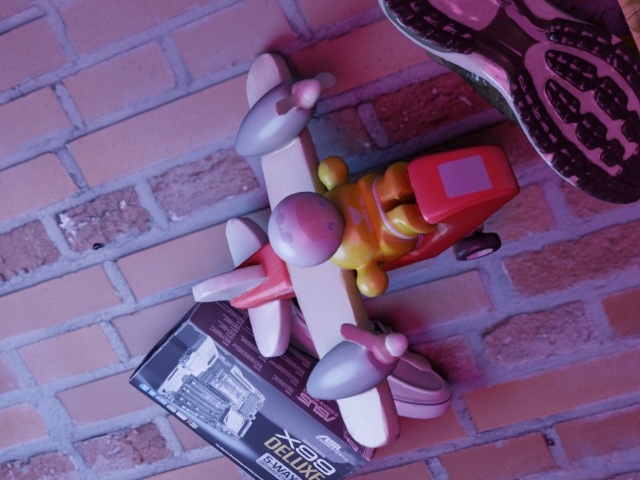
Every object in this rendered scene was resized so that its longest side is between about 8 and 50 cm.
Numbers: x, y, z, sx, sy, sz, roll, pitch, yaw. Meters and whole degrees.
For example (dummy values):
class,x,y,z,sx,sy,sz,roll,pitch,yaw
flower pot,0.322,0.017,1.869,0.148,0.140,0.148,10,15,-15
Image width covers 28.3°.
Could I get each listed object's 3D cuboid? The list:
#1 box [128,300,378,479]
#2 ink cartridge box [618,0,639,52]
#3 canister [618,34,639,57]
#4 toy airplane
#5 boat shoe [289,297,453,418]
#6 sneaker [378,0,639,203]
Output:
class,x,y,z,sx,sy,sz,roll,pitch,yaw
box,-0.089,0.222,1.748,0.307,0.076,0.242,39,143,-7
ink cartridge box,0.475,-0.230,1.344,0.255,0.097,0.189,-26,104,6
canister,0.408,-0.155,1.472,0.126,0.073,0.170,-9,115,18
toy airplane,0.000,0.000,1.522,0.386,0.272,0.385,27,97,25
boat shoe,0.062,0.148,1.713,0.267,0.096,0.088,28,125,9
sneaker,0.228,-0.205,1.448,0.410,0.182,0.158,43,91,-6
